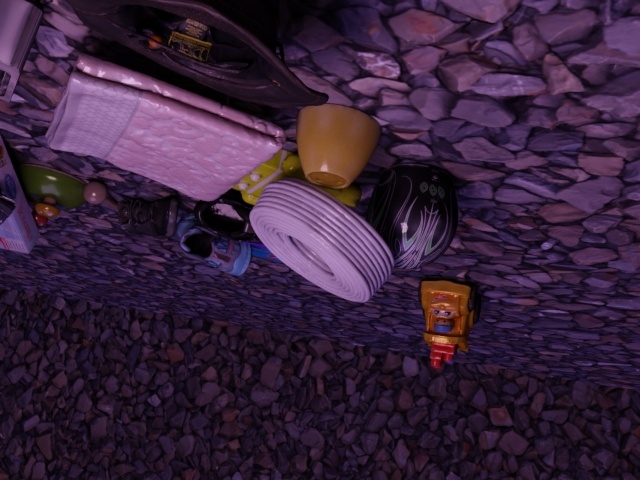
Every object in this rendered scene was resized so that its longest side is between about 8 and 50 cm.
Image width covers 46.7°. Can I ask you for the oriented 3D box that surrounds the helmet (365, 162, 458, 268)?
[{"bbox_3d":[0.154,-0.034,1.262,0.169,0.161,0.169,11,164,3],"label":"helmet"}]

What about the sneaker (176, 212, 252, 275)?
[{"bbox_3d":[-0.260,-0.011,1.635,0.125,0.104,0.262,17,-174,-43],"label":"sneaker"}]

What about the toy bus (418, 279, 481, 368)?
[{"bbox_3d":[0.321,0.220,1.908,0.149,0.211,0.220,7,162,20],"label":"toy bus"}]

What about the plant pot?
[{"bbox_3d":[0.020,-0.135,1.136,0.134,0.095,0.134,10,164,3],"label":"plant pot"}]

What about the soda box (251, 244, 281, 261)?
[{"bbox_3d":[-0.063,0.017,1.745,0.210,0.067,0.071,12,163,-3],"label":"soda box"}]

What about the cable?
[{"bbox_3d":[0.000,0.000,1.232,0.257,0.089,0.257,39,164,-2],"label":"cable"}]

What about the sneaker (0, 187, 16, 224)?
[{"bbox_3d":[-0.670,-0.112,1.438,0.163,0.086,0.226,35,146,-6],"label":"sneaker"}]

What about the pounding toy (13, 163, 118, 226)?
[{"bbox_3d":[-0.604,-0.084,1.705,0.237,0.110,0.183,12,164,-1],"label":"pounding toy"}]

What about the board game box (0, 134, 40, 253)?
[{"bbox_3d":[-0.805,-0.120,1.600,0.318,0.066,0.318,10,140,6],"label":"board game box"}]

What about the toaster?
[{"bbox_3d":[-0.464,-0.277,0.974,0.168,0.110,0.186,19,162,-26],"label":"toaster"}]

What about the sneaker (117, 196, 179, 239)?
[{"bbox_3d":[-0.396,-0.055,1.700,0.130,0.087,0.227,11,170,-22],"label":"sneaker"}]

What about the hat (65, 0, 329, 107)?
[{"bbox_3d":[-0.113,-0.249,0.785,0.331,0.134,0.331,22,179,0],"label":"hat"}]

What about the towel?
[{"bbox_3d":[-0.256,-0.158,1.168,0.317,0.053,0.332,18,163,-22],"label":"towel"}]

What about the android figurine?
[{"bbox_3d":[-0.069,-0.109,1.360,0.273,0.056,0.248,17,163,-24],"label":"android figurine"}]

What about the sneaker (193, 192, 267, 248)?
[{"bbox_3d":[-0.120,-0.027,1.503,0.293,0.102,0.146,11,-175,0],"label":"sneaker"}]

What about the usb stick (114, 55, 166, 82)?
[{"bbox_3d":[-0.271,-0.208,1.181,0.077,0.045,0.278,13,163,-1],"label":"usb stick"}]
